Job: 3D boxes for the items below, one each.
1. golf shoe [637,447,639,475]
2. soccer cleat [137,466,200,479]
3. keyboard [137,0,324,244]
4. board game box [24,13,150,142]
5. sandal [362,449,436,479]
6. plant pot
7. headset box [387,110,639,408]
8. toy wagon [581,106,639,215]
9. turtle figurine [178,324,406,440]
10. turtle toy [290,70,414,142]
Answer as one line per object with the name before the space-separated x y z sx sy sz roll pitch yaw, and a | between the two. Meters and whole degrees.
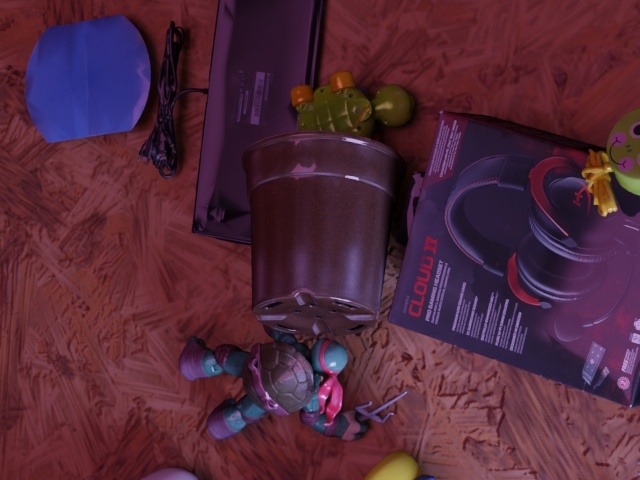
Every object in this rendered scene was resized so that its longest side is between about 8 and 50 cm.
golf shoe | 0.402 0.289 1.574 0.140 0.115 0.306 -30 78 24
soccer cleat | -0.253 0.378 1.937 0.331 0.143 0.116 -47 69 22
keyboard | -0.097 -0.158 1.899 0.201 0.033 0.317 10 95 23
board game box | -0.256 -0.181 1.992 0.169 0.033 0.133 -7 83 25
sandal | 0.071 0.379 1.764 0.138 0.126 0.317 23 104 24
plant pot | 0.000 0.000 1.741 0.167 0.167 0.165 -9 67 30
headset box | 0.209 0.009 1.677 0.293 0.110 0.218 19 100 28
toy wagon | 0.385 -0.109 1.501 0.344 0.068 0.267 -18 51 15
turtle figurine | -0.033 0.133 1.825 0.234 0.118 0.175 -17 83 35
turtle toy | 0.033 -0.125 1.802 0.130 0.066 0.095 -17 82 29
